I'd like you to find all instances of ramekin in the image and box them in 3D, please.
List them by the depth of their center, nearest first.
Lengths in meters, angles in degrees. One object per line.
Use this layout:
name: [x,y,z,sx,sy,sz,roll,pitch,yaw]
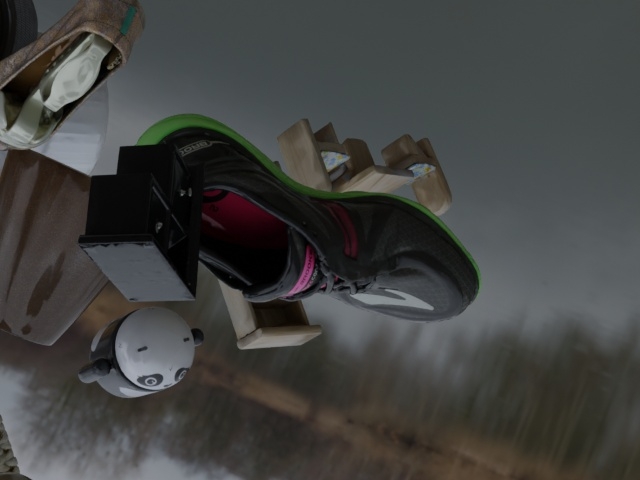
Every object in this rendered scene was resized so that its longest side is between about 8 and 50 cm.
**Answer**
ramekin: [-0.468,-0.219,1.862,0.135,0.277,0.277,2,-175,-37]

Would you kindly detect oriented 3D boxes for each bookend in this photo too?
bookend: [-0.171,-0.038,1.085,0.072,0.157,0.156,-2,156,8]

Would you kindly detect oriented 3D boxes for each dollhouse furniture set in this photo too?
dollhouse furniture set: [0.000,0.000,1.975,0.394,0.256,0.362,-32,160,34]

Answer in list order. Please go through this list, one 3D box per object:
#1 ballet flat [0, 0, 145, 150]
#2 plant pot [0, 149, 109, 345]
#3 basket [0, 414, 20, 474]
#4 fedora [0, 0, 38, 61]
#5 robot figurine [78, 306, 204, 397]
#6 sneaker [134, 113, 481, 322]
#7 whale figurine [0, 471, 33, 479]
ballet flat: [-0.329,-0.178,1.305,0.107,0.106,0.316,30,128,-31]
plant pot: [-0.366,0.016,1.490,0.215,0.230,0.215,25,177,1]
basket: [-0.616,0.344,1.472,0.331,0.266,0.328,-21,-175,20]
fedora: [-0.511,-0.297,1.476,0.124,0.243,0.275,6,169,19]
robot figurine: [-0.365,0.232,2.243,0.173,0.209,0.278,38,151,-18]
sneaker: [-0.020,0.018,1.369,0.483,0.202,0.185,20,127,-19]
whale figurine: [-0.313,0.379,1.133,0.216,0.141,0.272,-157,43,-83]
